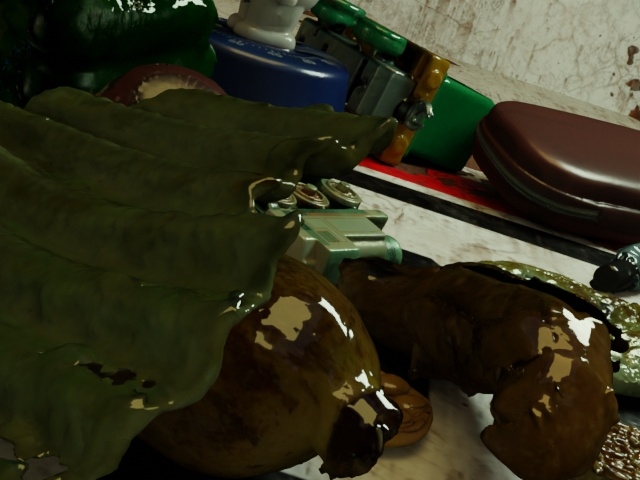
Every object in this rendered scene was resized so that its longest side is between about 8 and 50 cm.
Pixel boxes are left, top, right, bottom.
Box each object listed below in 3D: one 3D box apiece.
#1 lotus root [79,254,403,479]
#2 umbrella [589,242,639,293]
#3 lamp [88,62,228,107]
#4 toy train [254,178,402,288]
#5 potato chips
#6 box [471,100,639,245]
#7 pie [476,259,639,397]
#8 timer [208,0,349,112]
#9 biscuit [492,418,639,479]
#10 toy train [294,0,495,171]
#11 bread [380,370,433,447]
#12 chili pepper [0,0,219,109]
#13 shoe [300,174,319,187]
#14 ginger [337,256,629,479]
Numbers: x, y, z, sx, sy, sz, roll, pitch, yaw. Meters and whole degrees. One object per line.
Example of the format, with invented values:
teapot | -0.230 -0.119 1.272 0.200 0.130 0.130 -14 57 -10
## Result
lotus root | -0.057 0.065 0.637 0.260 0.128 0.145 23 33 38
umbrella | 0.390 0.029 1.324 0.052 0.053 0.250 28 19 28
lamp | -0.147 -0.086 1.024 0.157 0.135 0.156 47 55 7
toy train | 0.000 0.000 0.993 0.125 0.081 0.194 41 24 29
potato chips | -0.171 -0.021 0.592 0.389 0.097 0.373 7 34 17
box | 0.410 -0.088 1.567 0.403 0.108 0.263 10 30 -25
pie | 0.234 0.077 1.018 0.240 0.054 0.240 18 15 -5
timer | -0.060 -0.300 1.325 0.270 0.384 0.270 16 17 -5
biscuit | 0.232 0.165 0.792 0.206 0.025 0.126 25 18 23
toy train | 0.094 -0.238 1.664 0.249 0.178 0.429 19 15 -31
bread | 0.029 0.111 0.755 0.110 0.024 0.110 17 18 -6
chili pepper | -0.244 -0.225 1.142 0.256 0.248 0.233 -16 58 -40
shoe | -0.045 -0.064 1.105 0.108 0.093 0.241 -9 -3 -31
ginger | 0.122 0.076 0.794 0.133 0.107 0.309 -23 18 -12
